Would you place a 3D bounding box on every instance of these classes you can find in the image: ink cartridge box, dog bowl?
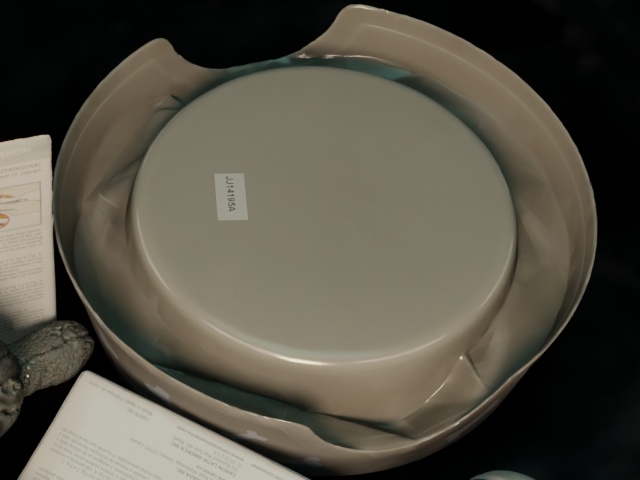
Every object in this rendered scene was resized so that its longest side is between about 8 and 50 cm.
[{"bbox_3d":[-0.252,0.007,1.085,0.189,0.232,0.066,-11,53,-15],"label":"ink cartridge box"},{"bbox_3d":[0.000,0.000,1.204,0.349,0.102,0.349,3,52,-4],"label":"dog bowl"},{"bbox_3d":[-0.115,0.212,1.074,0.181,0.056,0.224,25,73,12],"label":"ink cartridge box"}]

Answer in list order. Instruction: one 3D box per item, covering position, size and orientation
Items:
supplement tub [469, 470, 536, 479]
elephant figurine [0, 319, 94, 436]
[{"bbox_3d":[0.056,0.229,1.006,0.200,0.144,0.144,-25,59,-24],"label":"supplement tub"},{"bbox_3d":[-0.243,0.092,1.028,0.239,0.169,0.186,-16,43,-8],"label":"elephant figurine"}]
